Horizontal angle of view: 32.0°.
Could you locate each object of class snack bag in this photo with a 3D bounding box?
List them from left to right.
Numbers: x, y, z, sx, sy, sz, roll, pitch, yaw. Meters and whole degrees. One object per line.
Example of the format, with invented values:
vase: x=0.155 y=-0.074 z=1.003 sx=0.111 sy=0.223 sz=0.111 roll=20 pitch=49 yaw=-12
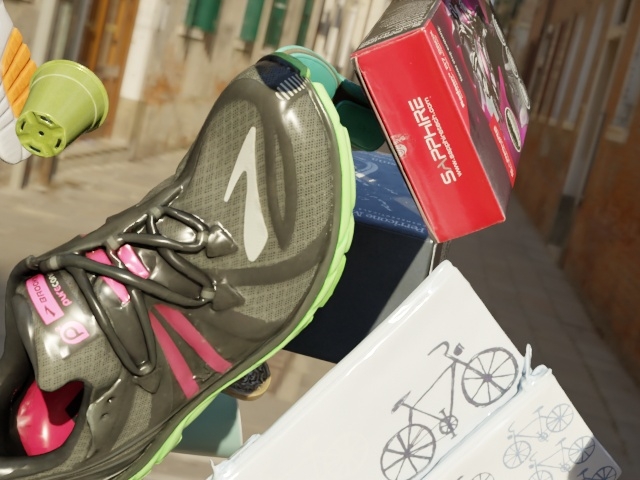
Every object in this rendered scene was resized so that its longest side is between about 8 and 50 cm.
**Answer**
snack bag: x=0.105 y=0.227 z=1.068 sx=0.342 sy=0.323 sz=0.037 roll=53 pitch=-10 yaw=-25

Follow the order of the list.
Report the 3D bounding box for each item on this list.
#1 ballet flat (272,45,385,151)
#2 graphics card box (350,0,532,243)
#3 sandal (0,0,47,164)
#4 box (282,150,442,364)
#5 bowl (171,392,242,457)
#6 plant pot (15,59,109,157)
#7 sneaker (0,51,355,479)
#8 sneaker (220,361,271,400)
ballet flat: x=-0.012 y=-0.163 z=1.247 sx=0.087 sy=0.083 sz=0.247 roll=38 pitch=8 yaw=33
graphics card box: x=0.156 y=-0.182 z=1.312 sx=0.094 sy=0.232 sz=0.371 roll=-19 pitch=19 yaw=22
sandal: x=-0.382 y=-0.213 z=1.234 sx=0.076 sy=0.265 sz=0.102 roll=-6 pitch=20 yaw=27
box: x=0.000 y=0.000 z=2.177 sx=0.480 sy=0.297 sz=0.472 roll=14 pitch=22 yaw=8
bowl: x=-0.239 y=0.223 z=1.833 sx=0.163 sy=0.311 sz=0.311 roll=-12 pitch=15 yaw=-12
plant pot: x=-0.259 y=-0.122 z=1.088 sx=0.083 sy=0.083 sz=0.079 roll=14 pitch=35 yaw=2
sneaker: x=-0.145 y=0.055 z=0.942 sx=0.185 sy=0.482 sz=0.202 roll=45 pitch=19 yaw=27
sneaker: x=-0.141 y=0.120 z=1.232 sx=0.192 sy=0.064 sz=0.086 roll=31 pitch=-27 yaw=6
